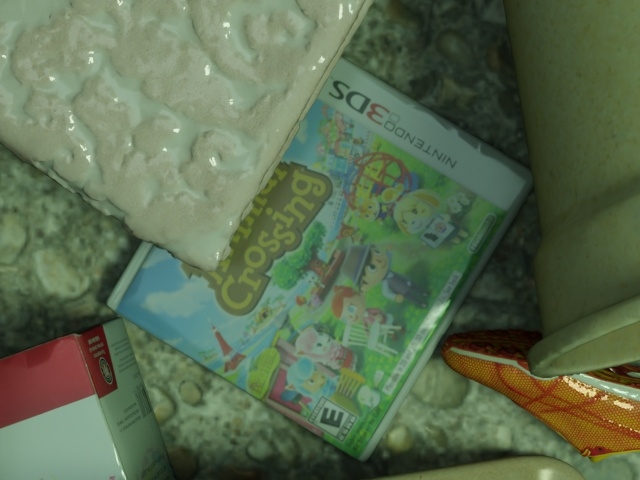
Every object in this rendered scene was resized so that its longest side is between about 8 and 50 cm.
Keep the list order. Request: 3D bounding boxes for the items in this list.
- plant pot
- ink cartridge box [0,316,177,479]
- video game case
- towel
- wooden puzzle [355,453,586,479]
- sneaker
[{"bbox_3d":[0.228,-0.118,0.957,0.334,0.334,0.305,-17,79,5],"label":"plant pot"},{"bbox_3d":[-0.161,0.152,1.067,0.127,0.128,0.176,-20,90,5],"label":"ink cartridge box"},{"bbox_3d":[0.000,0.000,1.103,0.193,0.023,0.212,31,94,3],"label":"video game case"},{"bbox_3d":[-0.125,-0.193,1.004,0.332,0.053,0.317,33,106,4],"label":"towel"},{"bbox_3d":[0.003,0.297,1.028,0.348,0.080,0.322,-2,94,-32],"label":"wooden puzzle"},{"bbox_3d":[0.155,0.100,1.076,0.175,0.064,0.067,19,108,8],"label":"sneaker"}]
